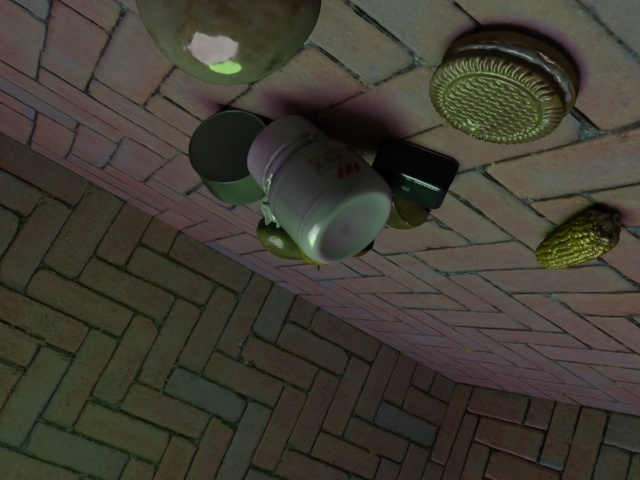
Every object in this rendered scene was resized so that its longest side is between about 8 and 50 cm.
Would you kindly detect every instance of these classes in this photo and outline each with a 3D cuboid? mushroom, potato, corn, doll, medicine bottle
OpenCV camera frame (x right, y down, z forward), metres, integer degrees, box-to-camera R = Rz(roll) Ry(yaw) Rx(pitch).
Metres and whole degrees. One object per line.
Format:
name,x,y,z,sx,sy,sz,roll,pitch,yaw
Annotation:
mushroom,-0.149,-0.402,0.991,0.298,0.297,0.290,26,-173,-5
potato,0.197,-0.104,1.680,0.138,0.098,0.243,11,158,41
corn,0.610,0.010,1.452,0.106,0.106,0.305,24,164,1
potato,-0.127,-0.005,2.315,0.252,0.159,0.174,19,-172,-12
doll,-0.021,-0.092,1.761,0.188,0.098,0.384,13,-169,43
medicine bottle,-0.009,-0.132,1.457,0.324,0.256,0.256,51,179,32

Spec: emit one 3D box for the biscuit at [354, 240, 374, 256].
biscuit,0.043,-0.089,1.664,0.262,0.277,0.052,28,135,-16

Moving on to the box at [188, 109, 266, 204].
box,-0.233,-0.226,1.661,0.226,0.226,0.149,20,162,15

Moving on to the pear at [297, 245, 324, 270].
pear,-0.001,0.000,1.981,0.267,0.178,0.267,28,-167,-7

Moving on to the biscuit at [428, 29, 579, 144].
biscuit,0.318,-0.262,1.062,0.259,0.079,0.259,21,163,7

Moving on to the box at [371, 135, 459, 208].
box,0.224,-0.162,1.476,0.201,0.090,0.144,22,162,7
